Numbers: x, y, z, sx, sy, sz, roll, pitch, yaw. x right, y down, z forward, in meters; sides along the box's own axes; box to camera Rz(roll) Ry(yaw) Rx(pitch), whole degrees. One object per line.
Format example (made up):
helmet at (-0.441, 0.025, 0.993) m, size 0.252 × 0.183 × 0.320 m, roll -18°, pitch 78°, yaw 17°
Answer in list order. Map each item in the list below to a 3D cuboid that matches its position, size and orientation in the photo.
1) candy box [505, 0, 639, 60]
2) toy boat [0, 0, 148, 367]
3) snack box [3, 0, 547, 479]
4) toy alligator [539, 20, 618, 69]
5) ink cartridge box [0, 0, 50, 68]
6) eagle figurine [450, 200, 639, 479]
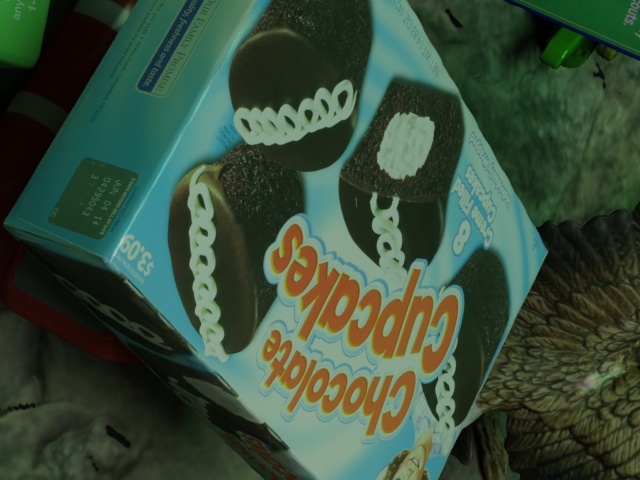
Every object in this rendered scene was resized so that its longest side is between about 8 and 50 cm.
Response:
candy box at (0.117, -0.252, 0.926) m, size 0.268 × 0.317 × 0.122 m, roll -59°, pitch 167°, yaw -32°
toy boat at (-0.066, -0.064, 0.886) m, size 0.231 × 0.151 × 0.151 m, roll -61°, pitch 177°, yaw -20°
snack box at (0.000, 0.000, 0.859) m, size 0.187 × 0.060 × 0.322 m, roll -62°, pitch 147°, yaw -17°
toy alligator at (0.189, -0.165, 1.228) m, size 0.189 × 0.056 × 0.051 m, roll -52°, pitch 171°, yaw -28°
ink cartridge box at (-0.230, -0.193, 0.748) m, size 0.273 × 0.115 × 0.198 m, roll 13°, pitch 87°, yaw -46°
eagle figurine at (0.182, 0.059, 1.076) m, size 0.226 × 0.298 × 0.225 m, roll 39°, pitch 70°, yaw -42°
